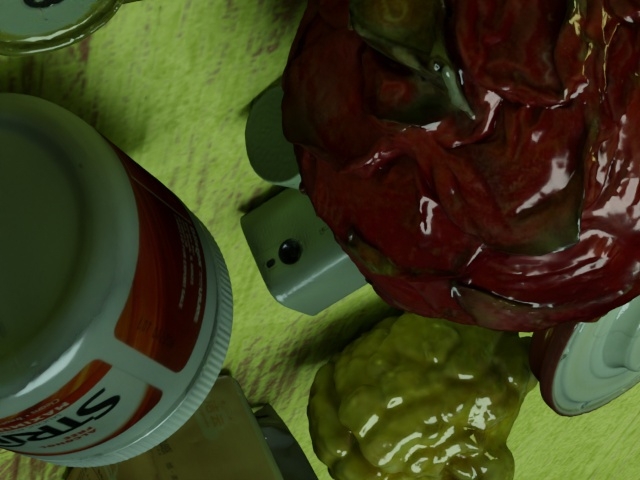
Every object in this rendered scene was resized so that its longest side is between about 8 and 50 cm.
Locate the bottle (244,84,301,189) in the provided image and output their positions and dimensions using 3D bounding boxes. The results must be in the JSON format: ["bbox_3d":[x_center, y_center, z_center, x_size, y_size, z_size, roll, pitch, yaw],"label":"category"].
[{"bbox_3d":[0.036,-0.062,1.230,0.072,0.072,0.201,-38,153,29],"label":"bottle"}]

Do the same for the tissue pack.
[{"bbox_3d":[-0.073,0.296,1.601,0.239,0.305,0.238,-22,157,-10],"label":"tissue pack"}]

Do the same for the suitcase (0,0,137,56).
[{"bbox_3d":[-0.110,-0.186,0.743,0.235,0.143,0.194,-15,155,-18],"label":"suitcase"}]

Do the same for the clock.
[{"bbox_3d":[0.318,0.038,1.564,0.318,0.080,0.318,-36,151,-24],"label":"clock"}]

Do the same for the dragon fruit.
[{"bbox_3d":[0.115,-0.074,1.033,0.277,0.277,0.342,-28,159,10],"label":"dragon fruit"}]

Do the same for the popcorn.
[{"bbox_3d":[0.108,0.163,1.615,0.226,0.203,0.200,-26,175,-44],"label":"popcorn"}]

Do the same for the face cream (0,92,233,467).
[{"bbox_3d":[-0.177,0.029,1.066,0.201,0.201,0.187,-27,156,9],"label":"face cream"}]

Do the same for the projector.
[{"bbox_3d":[0.000,0.000,1.312,0.082,0.083,0.083,-32,155,18],"label":"projector"}]
